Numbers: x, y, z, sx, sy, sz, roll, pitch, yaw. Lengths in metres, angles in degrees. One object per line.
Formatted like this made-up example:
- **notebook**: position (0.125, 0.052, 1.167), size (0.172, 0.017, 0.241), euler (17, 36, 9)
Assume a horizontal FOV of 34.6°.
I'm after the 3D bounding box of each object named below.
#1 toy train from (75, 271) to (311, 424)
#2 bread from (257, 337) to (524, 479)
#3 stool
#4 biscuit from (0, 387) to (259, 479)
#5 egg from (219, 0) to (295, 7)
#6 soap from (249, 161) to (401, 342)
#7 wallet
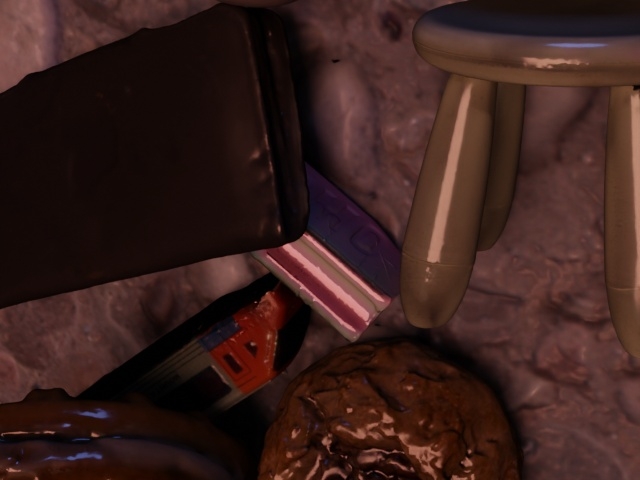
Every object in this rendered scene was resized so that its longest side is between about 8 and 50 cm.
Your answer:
- **toy train**: position (-0.151, 0.150, 0.927), size (0.409, 0.086, 0.089), euler (-34, 98, 27)
- **bread**: position (0.053, 0.195, 0.842), size (0.230, 0.123, 0.230), euler (8, 112, 21)
- **stool**: position (0.160, -0.052, 0.675), size (0.195, 0.195, 0.199), euler (4, 111, 21)
- **biscuit**: position (-0.177, 0.259, 0.887), size (0.268, 0.115, 0.366), euler (3, 139, -12)
- **egg**: position (-0.076, -0.266, 0.709), size (0.232, 0.176, 0.176), euler (45, 118, -6)
- **soap**: position (0.000, 0.000, 0.809), size (0.149, 0.100, 0.056), euler (42, 115, 6)
- **wallet**: position (-0.177, -0.060, 0.845), size (0.377, 0.051, 0.197), euler (-13, 83, 34)
